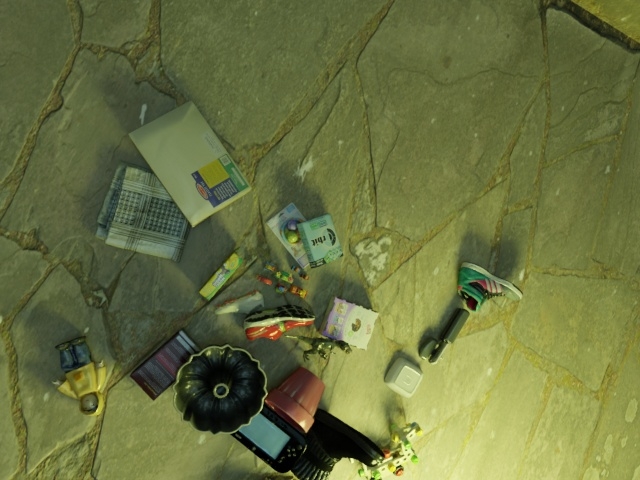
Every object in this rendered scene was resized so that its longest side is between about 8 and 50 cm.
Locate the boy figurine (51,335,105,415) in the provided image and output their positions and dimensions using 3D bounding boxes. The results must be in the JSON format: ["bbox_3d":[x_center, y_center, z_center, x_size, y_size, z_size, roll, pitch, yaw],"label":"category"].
[{"bbox_3d":[-0.850,0.489,1.700,0.177,0.092,0.285,-16,89,-16],"label":"boy figurine"}]

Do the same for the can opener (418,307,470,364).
[{"bbox_3d":[0.527,0.399,2.031,0.093,0.074,0.280,41,80,-8],"label":"can opener"}]

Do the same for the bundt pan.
[{"bbox_3d":[-0.362,0.517,1.735,0.330,0.124,0.331,-1,96,-13],"label":"bundt pan"}]

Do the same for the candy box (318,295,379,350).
[{"bbox_3d":[0.114,0.332,1.939,0.196,0.070,0.165,22,83,-11],"label":"candy box"}]

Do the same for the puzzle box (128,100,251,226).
[{"bbox_3d":[-0.483,-0.287,1.802,0.272,0.052,0.409,-35,92,-19],"label":"puzzle box"}]

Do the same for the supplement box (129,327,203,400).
[{"bbox_3d":[-0.562,0.454,1.775,0.239,0.073,0.130,-41,97,-12],"label":"supplement box"}]

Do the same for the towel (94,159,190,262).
[{"bbox_3d":[-0.640,-0.107,1.785,0.324,0.056,0.312,17,85,-11],"label":"towel"}]

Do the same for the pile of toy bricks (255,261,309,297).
[{"bbox_3d":[-0.135,0.148,1.868,0.212,0.105,0.118,23,83,-11],"label":"pile of toy bricks"}]

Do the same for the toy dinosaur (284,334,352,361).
[{"bbox_3d":[-0.013,0.422,1.888,0.268,0.064,0.118,9,124,-2],"label":"toy dinosaur"}]

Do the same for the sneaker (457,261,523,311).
[{"bbox_3d":[0.707,0.232,2.050,0.295,0.124,0.178,27,77,-3],"label":"sneaker"}]

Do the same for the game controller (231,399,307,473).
[{"bbox_3d":[-0.210,0.729,1.821,0.319,0.067,0.166,36,79,6],"label":"game controller"}]

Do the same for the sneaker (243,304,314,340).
[{"bbox_3d":[-0.161,0.328,1.875,0.279,0.107,0.118,-5,112,-15],"label":"sneaker"}]

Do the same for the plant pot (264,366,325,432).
[{"bbox_3d":[-0.083,0.594,1.833,0.201,0.201,0.180,43,64,-8],"label":"plant pot"}]

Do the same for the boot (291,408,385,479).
[{"bbox_3d":[0.057,0.824,1.803,0.131,0.348,0.260,39,74,-43],"label":"boot"}]

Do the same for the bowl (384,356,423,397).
[{"bbox_3d":[0.352,0.572,1.996,0.142,0.053,0.142,34,80,-8],"label":"bowl"}]

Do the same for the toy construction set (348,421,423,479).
[{"bbox_3d":[0.251,0.843,1.913,0.327,0.151,0.215,-9,115,-6],"label":"toy construction set"}]

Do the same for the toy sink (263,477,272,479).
[{"bbox_3d":[-0.183,0.999,1.807,0.131,0.153,0.234,42,81,-8],"label":"toy sink"}]

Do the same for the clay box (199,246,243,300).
[{"bbox_3d":[-0.363,0.120,1.805,0.053,0.127,0.222,43,80,-9],"label":"clay box"}]

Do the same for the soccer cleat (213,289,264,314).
[{"bbox_3d":[-0.309,0.255,1.846,0.196,0.068,0.076,-19,96,-16],"label":"soccer cleat"}]

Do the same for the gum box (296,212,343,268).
[{"bbox_3d":[0.000,0.000,1.903,0.157,0.041,0.184,-22,94,-42],"label":"gum box"}]

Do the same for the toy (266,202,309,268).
[{"bbox_3d":[-0.087,-0.021,1.910,0.137,0.056,0.237,-39,97,-14],"label":"toy"}]

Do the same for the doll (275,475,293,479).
[{"bbox_3d":[-0.120,0.948,1.722,0.129,0.046,0.189,-1,87,-12],"label":"doll"}]
